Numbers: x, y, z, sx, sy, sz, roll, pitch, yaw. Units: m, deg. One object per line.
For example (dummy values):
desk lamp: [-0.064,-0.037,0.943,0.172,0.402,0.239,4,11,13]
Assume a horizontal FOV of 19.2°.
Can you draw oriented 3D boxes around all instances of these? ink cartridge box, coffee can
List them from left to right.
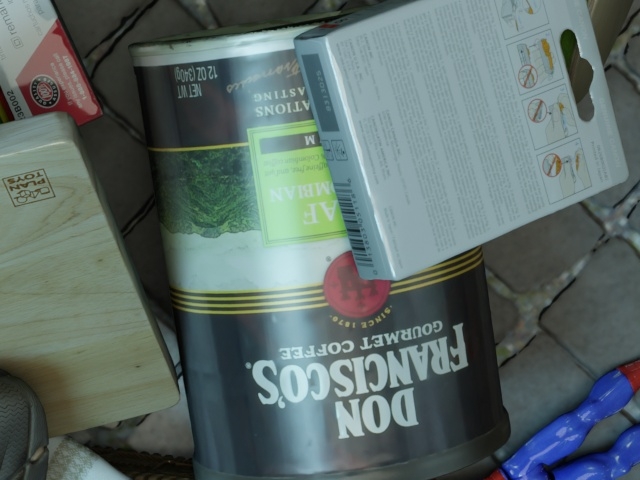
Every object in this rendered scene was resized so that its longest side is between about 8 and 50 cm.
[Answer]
ink cartridge box: [-0.240,-0.100,1.166,0.176,0.127,0.128,-25,100,-3]
coffee can: [0.000,0.000,1.174,0.201,0.201,0.275,-10,98,-6]
ink cartridge box: [0.083,-0.074,1.078,0.179,0.045,0.145,-23,103,-30]

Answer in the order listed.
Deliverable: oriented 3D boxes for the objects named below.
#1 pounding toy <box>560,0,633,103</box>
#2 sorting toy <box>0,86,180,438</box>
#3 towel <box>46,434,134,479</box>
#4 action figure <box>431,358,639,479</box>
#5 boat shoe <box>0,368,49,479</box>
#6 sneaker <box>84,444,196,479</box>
pounding toy: [0.134,-0.165,1.197,0.110,0.183,0.237,23,85,13]
sorting toy: [-0.236,0.023,1.085,0.257,0.089,0.255,-14,142,1]
towel: [-0.232,0.195,1.197,0.285,0.034,0.209,29,96,14]
action figure: [0.154,0.163,1.253,0.280,0.139,0.091,-30,100,0]
boat shoe: [-0.282,0.213,1.110,0.130,0.132,0.355,34,107,15]
sneaker: [-0.078,0.224,1.216,0.282,0.099,0.153,6,97,17]
